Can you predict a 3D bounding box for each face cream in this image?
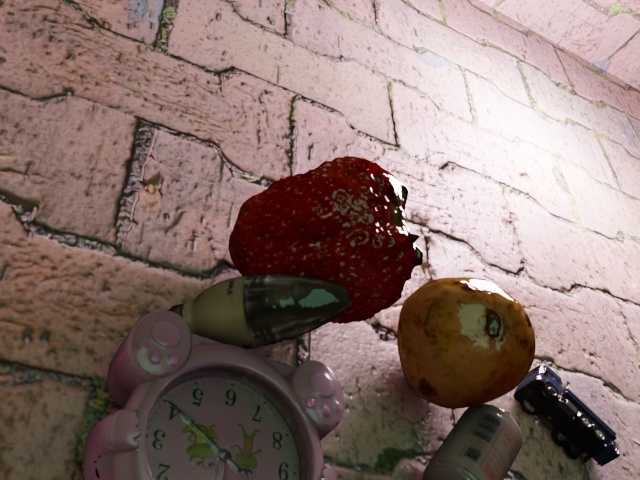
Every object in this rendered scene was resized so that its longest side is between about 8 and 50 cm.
[{"bbox_3d":[0.199,0.340,0.942,0.101,0.101,0.251,47,41,8],"label":"face cream"}]

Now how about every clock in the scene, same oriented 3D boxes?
[{"bbox_3d":[-0.119,0.262,0.761,0.295,0.113,0.322,23,44,-20],"label":"clock"}]

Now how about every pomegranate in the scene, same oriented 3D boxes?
[{"bbox_3d":[0.218,0.163,1.048,0.215,0.215,0.215,21,44,-21],"label":"pomegranate"}]

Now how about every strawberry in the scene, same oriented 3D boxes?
[{"bbox_3d":[0.000,0.000,1.013,0.276,0.257,0.257,3,49,-11],"label":"strawberry"}]

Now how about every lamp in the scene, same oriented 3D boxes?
[{"bbox_3d":[-0.082,0.093,0.891,0.250,0.101,0.101,-10,51,4],"label":"lamp"}]

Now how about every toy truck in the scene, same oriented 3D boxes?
[{"bbox_3d":[0.441,0.310,1.176,0.201,0.074,0.088,44,35,4],"label":"toy truck"}]
